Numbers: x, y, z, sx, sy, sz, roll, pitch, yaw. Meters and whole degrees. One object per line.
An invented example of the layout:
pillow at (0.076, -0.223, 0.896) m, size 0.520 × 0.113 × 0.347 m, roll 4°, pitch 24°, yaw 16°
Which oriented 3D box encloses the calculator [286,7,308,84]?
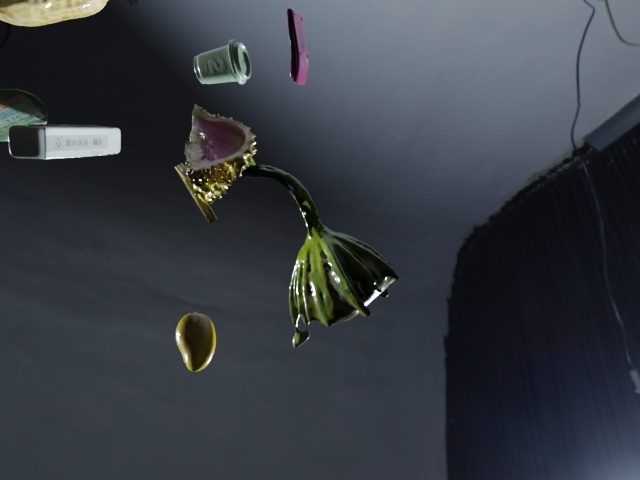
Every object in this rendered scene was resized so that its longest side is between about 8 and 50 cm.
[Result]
calculator at (-0.061, -0.534, 1.200) m, size 0.034 × 0.127 × 0.191 m, roll 1°, pitch 109°, yaw 12°

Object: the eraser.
eraser at (-0.703, -0.281, 1.223) m, size 0.061 × 0.352 × 0.089 m, roll 13°, pitch 107°, yaw 10°

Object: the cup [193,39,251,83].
cup at (-0.281, -0.502, 1.235) m, size 0.141 × 0.120 × 0.120 m, roll -4°, pitch 146°, yaw 10°

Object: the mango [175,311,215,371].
mango at (-0.333, 0.271, 1.161) m, size 0.103 × 0.161 × 0.076 m, roll -13°, pitch 148°, yaw -7°

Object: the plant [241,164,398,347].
plant at (-0.019, 0.009, 0.766) m, size 0.251 × 0.180 × 0.334 m, roll -18°, pitch 109°, yaw 37°

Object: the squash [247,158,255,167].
squash at (-0.211, -0.233, 1.295) m, size 0.027 × 0.027 × 0.089 m, roll -2°, pitch 145°, yaw 13°

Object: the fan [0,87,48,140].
fan at (-0.831, -0.336, 1.201) m, size 0.223 × 0.012 × 0.294 m, roll -32°, pitch 162°, yaw 29°

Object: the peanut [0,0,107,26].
peanut at (-0.646, -0.611, 1.054) m, size 0.153 × 0.325 × 0.140 m, roll 11°, pitch 128°, yaw 39°

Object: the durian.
durian at (-0.211, -0.167, 0.856) m, size 0.132 × 0.182 × 0.165 m, roll 22°, pitch 102°, yaw -38°

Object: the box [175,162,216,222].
box at (-0.303, -0.115, 1.053) m, size 0.023 × 0.090 × 0.133 m, roll -33°, pitch 130°, yaw -14°
